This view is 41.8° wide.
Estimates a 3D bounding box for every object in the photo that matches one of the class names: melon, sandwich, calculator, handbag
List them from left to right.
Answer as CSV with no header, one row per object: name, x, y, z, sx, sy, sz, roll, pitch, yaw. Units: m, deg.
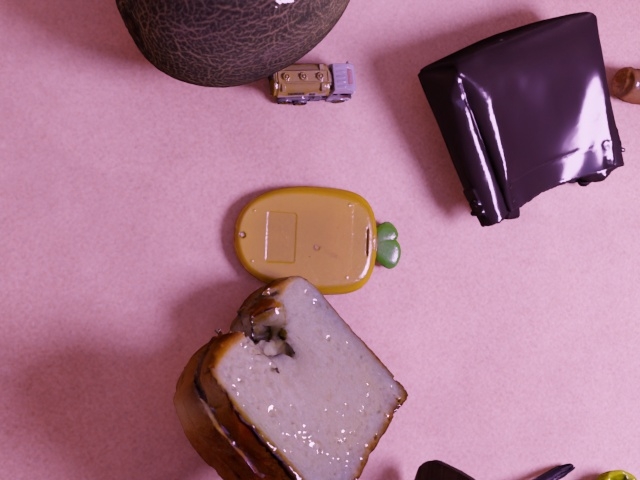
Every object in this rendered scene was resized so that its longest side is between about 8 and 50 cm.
melon,-0.094,-0.317,1.017,0.302,0.237,0.237,-31,95,-16
sandwich,-0.034,0.188,1.004,0.249,0.095,0.273,52,35,-7
calculator,0.000,0.000,1.131,0.235,0.032,0.146,2,86,-15
handbag,0.296,-0.173,1.193,0.285,0.113,0.257,-23,99,-24

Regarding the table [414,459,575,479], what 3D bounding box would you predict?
table,0.299,0.446,1.076,0.249,0.317,0.317,3,85,-30

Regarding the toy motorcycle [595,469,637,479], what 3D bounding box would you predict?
toy motorcycle,0.494,0.488,1.184,0.200,0.191,0.326,4,67,-25

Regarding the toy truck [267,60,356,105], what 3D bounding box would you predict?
toy truck,-0.012,-0.213,1.126,0.123,0.063,0.052,-4,87,-17

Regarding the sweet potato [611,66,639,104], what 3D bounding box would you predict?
sweet potato,0.643,-0.249,1.310,0.385,0.109,0.109,-11,89,-16
